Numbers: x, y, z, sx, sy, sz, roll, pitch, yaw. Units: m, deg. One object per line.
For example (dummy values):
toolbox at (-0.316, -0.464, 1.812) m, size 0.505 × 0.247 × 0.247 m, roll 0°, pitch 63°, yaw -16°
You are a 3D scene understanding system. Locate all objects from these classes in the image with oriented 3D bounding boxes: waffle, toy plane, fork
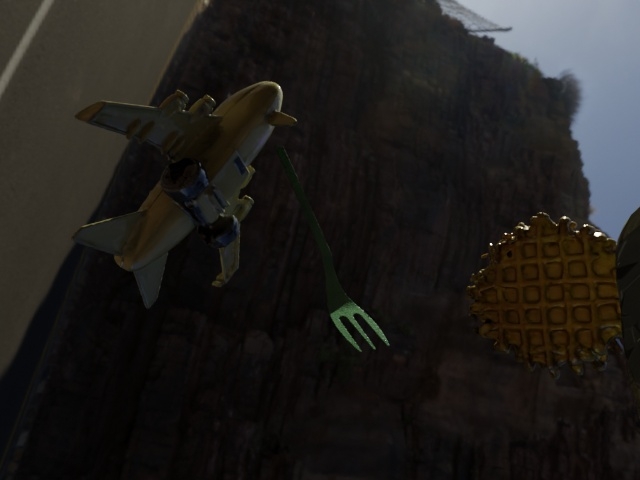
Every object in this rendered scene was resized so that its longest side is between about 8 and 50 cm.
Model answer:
waffle at (0.286, 0.065, 0.667) m, size 0.193 × 0.197 × 0.070 m, roll -59°, pitch 146°, yaw 3°
toy plane at (-0.105, -0.060, 0.493) m, size 0.244 × 0.092 × 0.229 m, roll -50°, pitch 143°, yaw -19°
fork at (-0.001, 0.002, 0.500) m, size 0.021 × 0.039 × 0.235 m, roll -57°, pitch -133°, yaw 42°

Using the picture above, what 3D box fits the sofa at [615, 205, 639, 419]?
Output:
sofa at (0.324, 0.036, 0.330) m, size 0.225 × 0.176 × 0.210 m, roll 119°, pitch -5°, yaw -45°
